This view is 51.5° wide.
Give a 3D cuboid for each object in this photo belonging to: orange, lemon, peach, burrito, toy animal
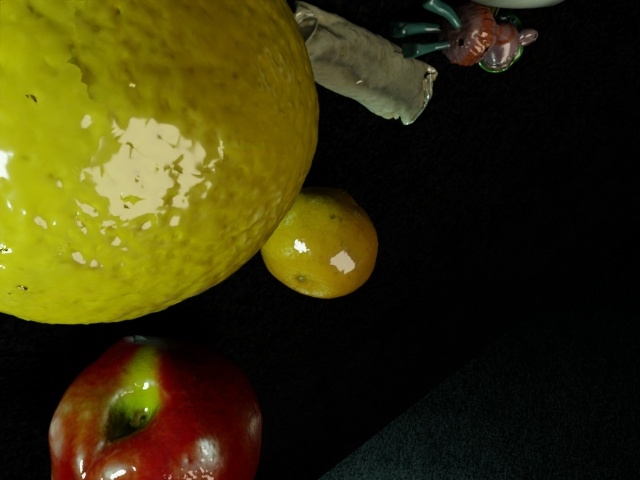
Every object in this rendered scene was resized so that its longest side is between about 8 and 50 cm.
[{"bbox_3d":[0.000,0.000,0.853,0.154,0.155,0.134,82,29,-60],"label":"orange"},{"bbox_3d":[-0.140,-0.082,0.418,0.293,0.293,0.293,-30,152,-18],"label":"lemon"},{"bbox_3d":[-0.210,0.276,0.896,0.281,0.281,0.338,-31,152,-16],"label":"peach"},{"bbox_3d":[0.041,-0.185,0.712,0.275,0.059,0.082,3,120,-55],"label":"burrito"},{"bbox_3d":[0.171,-0.248,0.759,0.208,0.100,0.103,-11,102,-41],"label":"toy animal"}]

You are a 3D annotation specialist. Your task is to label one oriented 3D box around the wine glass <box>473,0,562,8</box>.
[{"bbox_3d":[0.183,-0.292,0.661,0.204,0.111,0.111,-8,140,-44],"label":"wine glass"}]
